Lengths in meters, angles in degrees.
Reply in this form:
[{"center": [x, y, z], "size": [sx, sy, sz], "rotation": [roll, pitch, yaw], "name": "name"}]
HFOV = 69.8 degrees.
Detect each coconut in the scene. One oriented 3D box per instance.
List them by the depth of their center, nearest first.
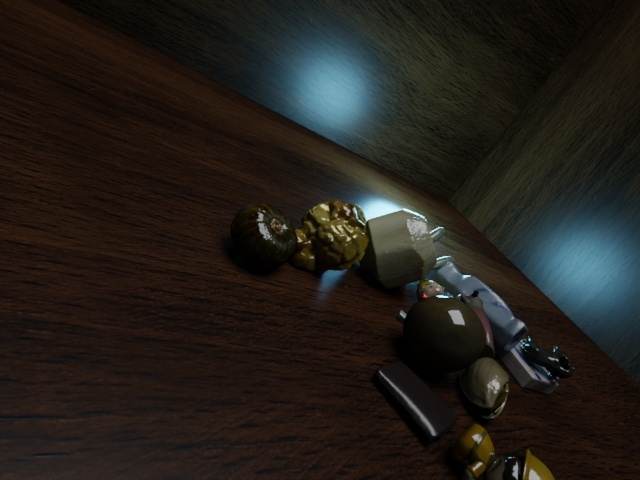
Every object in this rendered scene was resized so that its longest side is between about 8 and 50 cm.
[{"center": [0.292, 0.031, 1.817], "size": [0.323, 0.322, 0.323], "rotation": [30, 22, -14], "name": "coconut"}]

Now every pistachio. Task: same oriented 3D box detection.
[{"center": [0.528, 0.467, 1.470], "size": [0.238, 0.153, 0.137], "rotation": [-65, 140, -66], "name": "pistachio"}]

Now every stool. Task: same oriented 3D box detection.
[{"center": [0.459, 0.060, 2.046], "size": [0.199, 0.195, 0.195], "rotation": [-20, 93, -38], "name": "stool"}]

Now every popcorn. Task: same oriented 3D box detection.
[{"center": [0.028, 0.000, 1.612], "size": [0.265, 0.225, 0.332], "rotation": [33, 40, 27], "name": "popcorn"}]

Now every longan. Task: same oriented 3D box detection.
[{"center": [0.390, 0.299, 1.464], "size": [0.258, 0.258, 0.258], "rotation": [30, 22, -14], "name": "longan"}]

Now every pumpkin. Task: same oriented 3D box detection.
[{"center": [-0.182, -0.007, 1.394], "size": [0.219, 0.162, 0.218], "rotation": [34, 41, -35], "name": "pumpkin"}]

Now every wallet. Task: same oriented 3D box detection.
[{"center": [0.260, 0.432, 1.259], "size": [0.229, 0.049, 0.182], "rotation": [45, 24, 29], "name": "wallet"}]

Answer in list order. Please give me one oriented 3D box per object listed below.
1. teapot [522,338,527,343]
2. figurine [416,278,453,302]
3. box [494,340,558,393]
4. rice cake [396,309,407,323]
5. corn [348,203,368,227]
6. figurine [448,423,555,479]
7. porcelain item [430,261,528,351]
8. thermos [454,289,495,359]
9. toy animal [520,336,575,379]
[{"center": [0.955, 0.492, 2.128], "size": [0.064, 0.064, 0.083], "rotation": [11, 32, -48], "name": "teapot"}, {"center": [0.439, 0.238, 1.841], "size": [0.185, 0.127, 0.234], "rotation": [12, 42, -35], "name": "figurine"}, {"center": [0.830, 0.484, 1.957], "size": [0.200, 0.065, 0.343], "rotation": [22, 25, -31], "name": "box"}, {"center": [0.355, 0.316, 1.657], "size": [0.180, 0.030, 0.042], "rotation": [36, 27, 3], "name": "rice cake"}, {"center": [0.187, -0.067, 2.124], "size": [0.097, 0.097, 0.319], "rotation": [22, 27, -31], "name": "corn"}, {"center": [0.440, 0.561, 1.099], "size": [0.257, 0.167, 0.192], "rotation": [41, 35, 19], "name": "figurine"}, {"center": [0.658, 0.279, 1.930], "size": [0.405, 0.178, 0.243], "rotation": [47, 7, 35], "name": "porcelain item"}, {"center": [0.553, 0.311, 1.696], "size": [0.176, 0.146, 0.264], "rotation": [47, 35, -22], "name": "thermos"}, {"center": [0.929, 0.491, 1.879], "size": [0.245, 0.114, 0.146], "rotation": [17, 13, 9], "name": "toy animal"}]
